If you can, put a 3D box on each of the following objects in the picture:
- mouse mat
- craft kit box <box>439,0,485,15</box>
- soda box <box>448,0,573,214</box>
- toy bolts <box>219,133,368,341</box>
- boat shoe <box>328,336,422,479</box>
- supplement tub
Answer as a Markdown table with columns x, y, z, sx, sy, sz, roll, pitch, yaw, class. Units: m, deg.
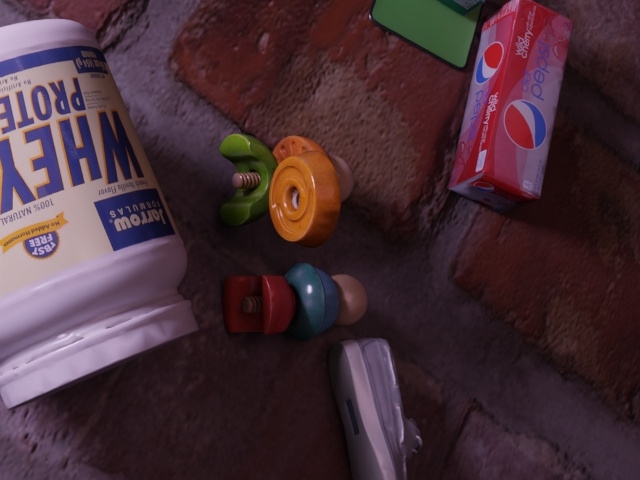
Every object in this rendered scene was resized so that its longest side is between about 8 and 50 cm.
| x | y | z | sx | sy | sz | roll | pitch | yaw | class |
| --- | --- | --- | --- | --- | --- | --- | --- | --- | --- |
| 0.147 | -0.327 | 1.751 | 0.153 | 0.007 | 0.189 | 26 | 64 | -20 | mouse mat |
| 0.129 | -0.453 | 1.743 | 0.250 | 0.061 | 0.246 | 29 | 64 | -18 | craft kit box |
| 0.243 | -0.173 | 1.715 | 0.092 | 0.083 | 0.263 | 23 | 67 | -21 | soda box |
| 0.000 | 0.000 | 1.483 | 0.159 | 0.218 | 0.228 | -1 | 95 | -35 | toy bolts |
| 0.075 | 0.216 | 1.519 | 0.081 | 0.079 | 0.227 | -8 | 77 | -25 | boat shoe |
| -0.271 | -0.023 | 1.308 | 0.235 | 0.235 | 0.324 | -22 | 87 | -31 | supplement tub |
